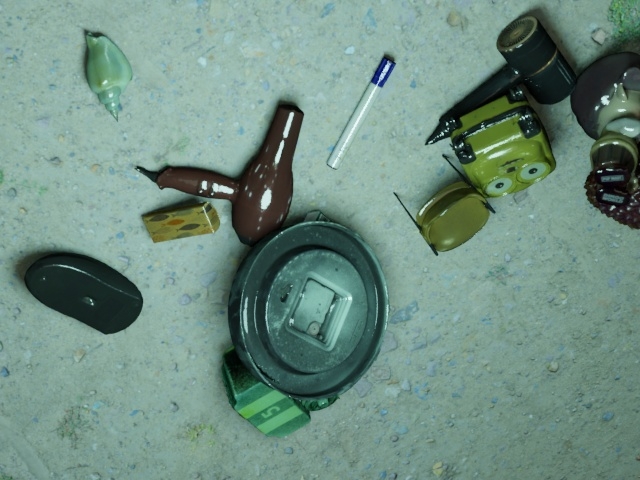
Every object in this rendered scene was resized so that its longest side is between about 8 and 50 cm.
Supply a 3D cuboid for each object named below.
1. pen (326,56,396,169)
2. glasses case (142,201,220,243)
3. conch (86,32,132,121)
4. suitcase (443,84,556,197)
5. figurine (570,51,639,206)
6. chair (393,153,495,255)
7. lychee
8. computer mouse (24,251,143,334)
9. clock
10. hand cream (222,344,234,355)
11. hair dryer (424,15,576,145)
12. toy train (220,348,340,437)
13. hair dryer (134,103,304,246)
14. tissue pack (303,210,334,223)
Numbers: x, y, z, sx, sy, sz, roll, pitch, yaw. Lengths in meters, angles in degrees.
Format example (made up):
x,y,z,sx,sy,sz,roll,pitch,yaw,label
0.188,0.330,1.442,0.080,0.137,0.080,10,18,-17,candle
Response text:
x,y,z,sx,sy,sz,roll,pitch,yaw,label
0.087,-0.273,1.834,0.033,0.033,0.269,22,108,-22,pen
-0.296,-0.040,1.796,0.169,0.041,0.065,-9,114,31,glasses case
-0.417,-0.324,1.666,0.088,0.065,0.180,-12,108,-6,conch
0.395,-0.197,1.819,0.193,0.143,0.235,-25,144,16,suitcase
0.657,-0.253,1.805,0.206,0.365,0.218,-19,133,22,figurine
0.282,-0.063,1.862,0.158,0.247,0.172,-37,119,6,chair
0.752,-0.133,1.960,0.271,0.271,0.271,-5,116,-11,lychee
-0.514,0.102,1.833,0.269,0.086,0.137,33,112,-33,computer mouse
-0.021,0.149,1.813,0.386,0.076,0.386,0,90,-34,clock
-0.143,0.232,2.011,0.175,0.046,0.095,-44,127,14,hand cream
0.382,-0.310,1.866,0.352,0.107,0.189,-39,120,15,hair dryer
-0.093,0.328,1.982,0.238,0.167,0.299,-29,138,4,toy train
-0.217,-0.160,1.786,0.340,0.123,0.313,12,108,-7,hair dryer
-0.001,0.000,1.921,0.111,0.079,0.085,38,66,-28,tissue pack
